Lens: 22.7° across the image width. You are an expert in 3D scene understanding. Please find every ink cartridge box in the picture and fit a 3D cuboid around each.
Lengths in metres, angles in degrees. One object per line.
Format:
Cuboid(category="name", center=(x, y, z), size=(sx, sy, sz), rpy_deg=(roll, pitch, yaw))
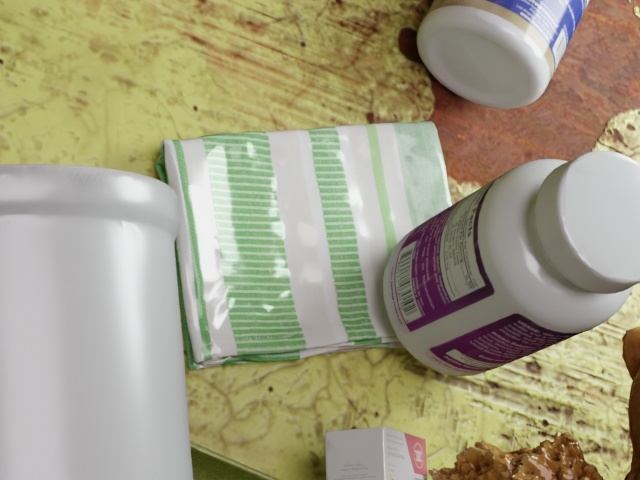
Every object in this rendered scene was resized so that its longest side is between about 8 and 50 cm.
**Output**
Cuboid(category="ink cartridge box", center=(0.058, 0.285, 1.532), size=(0.115, 0.067, 0.198), rpy_deg=(27, 58, -62))

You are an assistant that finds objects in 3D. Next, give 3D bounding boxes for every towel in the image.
Cuboid(category="towel", center=(0.000, 0.000, 1.633), size=(0.325, 0.038, 0.247), rpy_deg=(-5, 77, -26))

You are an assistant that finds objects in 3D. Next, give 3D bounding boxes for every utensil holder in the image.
Cuboid(category="utensil holder", center=(-0.264, 0.161, 1.303), size=(0.328, 0.327, 0.385), rpy_deg=(0, 78, -25))

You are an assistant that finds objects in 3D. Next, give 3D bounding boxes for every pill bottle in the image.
Cuboid(category="pill bottle", center=(0.224, -0.288, 1.753), size=(0.153, 0.153, 0.264), rpy_deg=(35, 63, -13))
Cuboid(category="pill bottle", center=(0.198, 0.020, 1.530), size=(0.169, 0.301, 0.169), rpy_deg=(9, 70, -25))

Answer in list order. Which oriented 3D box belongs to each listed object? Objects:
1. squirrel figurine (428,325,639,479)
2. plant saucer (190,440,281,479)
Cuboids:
Cuboid(category="squirrel figurine", center=(0.309, 0.279, 1.518), size=(0.397, 0.281, 0.370), rpy_deg=(-7, 119, -1))
Cuboid(category="plant saucer", center=(-0.096, 0.306, 1.497), size=(0.188, 0.045, 0.188), rpy_deg=(26, 66, -17))
